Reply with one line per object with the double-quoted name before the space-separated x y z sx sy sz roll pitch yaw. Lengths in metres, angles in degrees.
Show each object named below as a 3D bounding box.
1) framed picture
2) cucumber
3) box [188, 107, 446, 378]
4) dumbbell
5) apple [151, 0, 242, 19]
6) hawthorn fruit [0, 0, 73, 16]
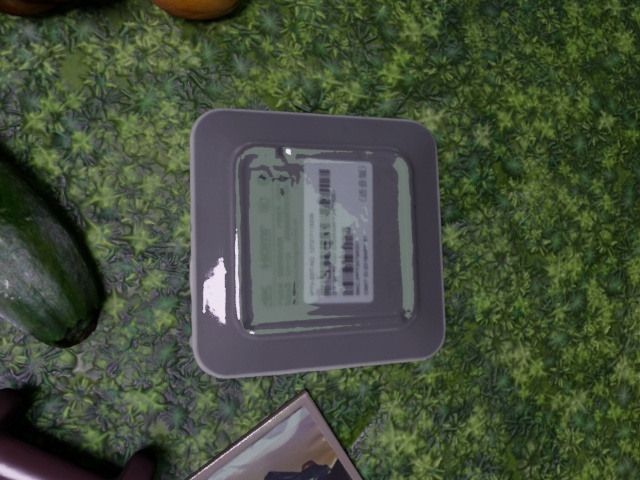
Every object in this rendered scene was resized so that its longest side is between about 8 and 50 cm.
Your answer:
"framed picture" -0.079 0.374 0.591 0.265 0.018 0.192 -34 95 -14
"cucumber" -0.380 -0.013 0.492 0.105 0.145 0.325 -36 99 -6
"box" 0.000 0.000 0.599 0.373 0.090 0.367 -1 86 -14
"dumbbell" -0.324 0.284 0.483 0.225 0.124 0.140 32 79 -10
"apple" -0.165 -0.393 0.547 0.155 0.182 0.182 11 83 -27
"hawthorn fruit" -0.345 -0.432 0.461 0.268 0.268 0.300 19 77 -11
